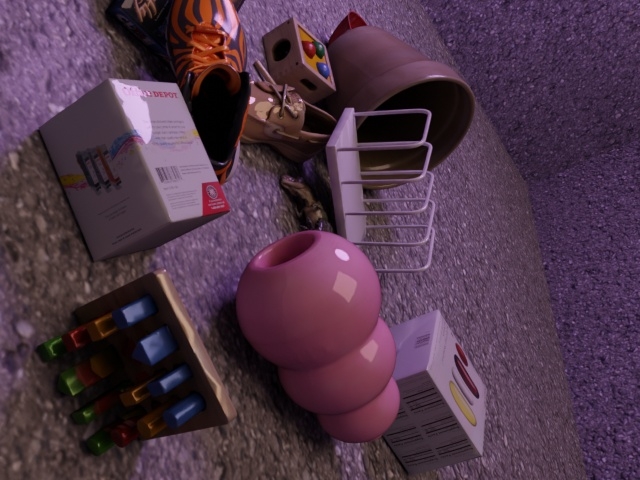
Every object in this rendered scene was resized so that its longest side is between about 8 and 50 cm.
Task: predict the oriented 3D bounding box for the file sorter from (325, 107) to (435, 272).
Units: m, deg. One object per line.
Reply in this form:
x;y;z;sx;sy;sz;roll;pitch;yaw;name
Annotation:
0.126;-0.093;1.316;0.192;0.173;0.277;-67;153;-56;file sorter

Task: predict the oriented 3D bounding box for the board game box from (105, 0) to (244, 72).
-0.201;-0.395;1.067;0.165;0.042;0.243;40;69;-42;board game box

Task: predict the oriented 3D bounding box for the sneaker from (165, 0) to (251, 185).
-0.144;-0.240;0.949;0.180;0.125;0.320;152;-67;-73;sneaker

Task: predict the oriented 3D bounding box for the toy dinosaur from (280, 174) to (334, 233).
0.000;0.000;1.243;0.268;0.064;0.118;65;19;-9;toy dinosaur

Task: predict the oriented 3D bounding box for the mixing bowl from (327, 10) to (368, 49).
0.082;-0.480;1.754;0.181;0.098;0.181;44;32;-38;mixing bowl

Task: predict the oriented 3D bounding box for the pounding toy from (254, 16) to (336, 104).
-0.047;-0.346;1.402;0.181;0.094;0.206;27;45;-53;pounding toy

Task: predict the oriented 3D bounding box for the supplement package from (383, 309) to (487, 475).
0.193;0.278;1.266;0.203;0.149;0.194;57;27;-16;supplement package

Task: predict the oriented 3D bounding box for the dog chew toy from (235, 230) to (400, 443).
0.015;0.155;0.994;0.331;0.207;0.206;66;24;-20;dog chew toy

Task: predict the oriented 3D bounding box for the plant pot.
0.136;-0.324;1.541;0.323;0.323;0.280;25;31;-54;plant pot

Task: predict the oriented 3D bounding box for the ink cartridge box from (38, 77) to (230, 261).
-0.218;-0.085;0.816;0.128;0.127;0.176;-18;85;-63;ink cartridge box

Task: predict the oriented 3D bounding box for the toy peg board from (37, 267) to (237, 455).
-0.189;0.132;0.672;0.079;0.161;0.161;-31;96;-49;toy peg board

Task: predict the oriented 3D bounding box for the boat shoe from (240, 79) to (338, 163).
-0.083;-0.235;1.221;0.341;0.110;0.121;13;57;-59;boat shoe
